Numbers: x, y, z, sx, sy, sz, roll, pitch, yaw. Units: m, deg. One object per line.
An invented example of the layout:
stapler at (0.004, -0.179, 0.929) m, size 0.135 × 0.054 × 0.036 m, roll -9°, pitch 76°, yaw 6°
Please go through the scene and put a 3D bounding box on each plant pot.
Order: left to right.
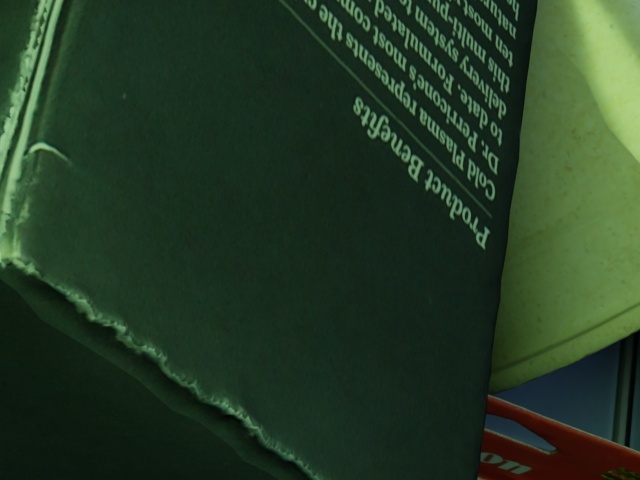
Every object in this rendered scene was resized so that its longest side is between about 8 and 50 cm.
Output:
plant pot at (0.154, -0.122, 1.182) m, size 0.334 × 0.334 × 0.305 m, roll -31°, pitch 90°, yaw -31°

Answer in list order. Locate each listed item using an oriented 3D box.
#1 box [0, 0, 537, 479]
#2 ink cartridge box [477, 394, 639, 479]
box at (-0.175, -0.085, 0.899) m, size 0.297 × 0.480 × 0.471 m, roll 43°, pitch 47°, yaw -41°
ink cartridge box at (0.057, 0.150, 1.147) m, size 0.275 × 0.239 × 0.060 m, roll 21°, pitch 66°, yaw -19°
